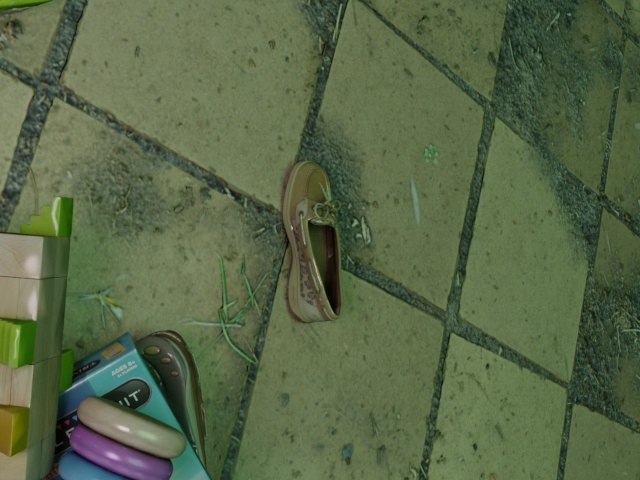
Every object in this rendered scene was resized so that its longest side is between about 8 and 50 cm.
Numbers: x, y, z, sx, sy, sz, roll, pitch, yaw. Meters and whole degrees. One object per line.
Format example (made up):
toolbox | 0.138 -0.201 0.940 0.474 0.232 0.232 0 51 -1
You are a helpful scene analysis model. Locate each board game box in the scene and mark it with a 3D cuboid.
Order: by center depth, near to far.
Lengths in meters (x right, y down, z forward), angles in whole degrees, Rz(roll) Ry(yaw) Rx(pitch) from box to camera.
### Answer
board game box | -0.287 0.333 1.386 0.253 0.079 0.336 -29 110 -10

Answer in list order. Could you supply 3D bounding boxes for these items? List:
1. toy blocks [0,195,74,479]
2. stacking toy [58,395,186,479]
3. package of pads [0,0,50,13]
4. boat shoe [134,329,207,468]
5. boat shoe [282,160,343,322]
toy blocks | -0.446 0.128 1.218 0.191 0.260 0.382 -7 102 -85
stacking toy | -0.286 0.363 1.239 0.141 0.141 0.330 31 78 -40
package of pads | -0.507 -0.394 1.305 0.296 0.101 0.229 -21 103 -46
boat shoe | -0.216 0.285 1.523 0.116 0.123 0.325 -57 149 -74
boat shoe | 0.000 0.000 1.797 0.104 0.089 0.285 -1 86 -46
